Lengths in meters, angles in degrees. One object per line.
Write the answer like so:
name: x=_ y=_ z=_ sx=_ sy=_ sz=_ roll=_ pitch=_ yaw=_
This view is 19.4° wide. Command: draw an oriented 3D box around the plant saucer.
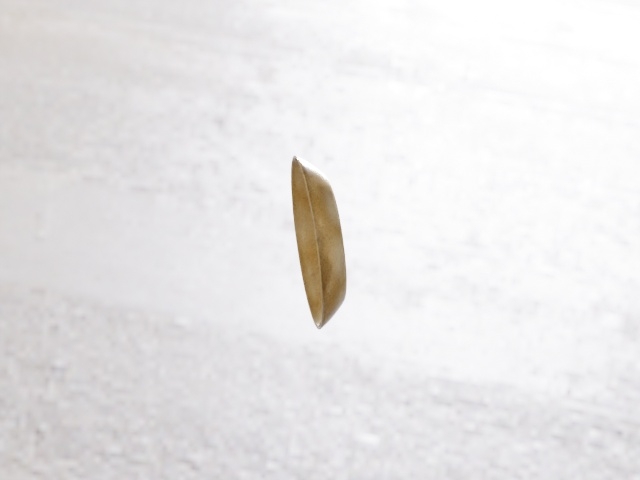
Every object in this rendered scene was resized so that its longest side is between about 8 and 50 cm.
plant saucer: x=0.000 y=0.000 z=0.887 sx=0.015 sy=0.083 sz=0.083 roll=-8 pitch=25 yaw=-7
